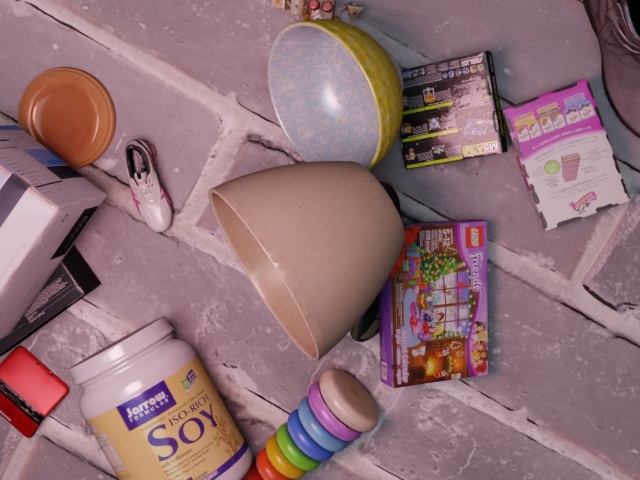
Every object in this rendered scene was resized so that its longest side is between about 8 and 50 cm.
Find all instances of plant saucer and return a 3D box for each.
[{"bbox_3d":[-0.501,-0.238,1.713,0.199,0.037,0.200,1,96,7],"label":"plant saucer"}]

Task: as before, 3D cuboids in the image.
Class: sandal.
[{"bbox_3d":[0.091,0.039,1.646,0.086,0.120,0.303,7,96,38],"label":"sandal"}]

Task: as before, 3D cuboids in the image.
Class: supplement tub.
[{"bbox_3d":[-0.303,0.335,1.653,0.241,0.241,0.331,-28,93,10],"label":"supplement tub"}]

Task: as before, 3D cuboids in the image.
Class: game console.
[{"bbox_3d":[-0.610,0.313,1.806,0.144,0.085,0.124,41,131,2],"label":"game console"}]

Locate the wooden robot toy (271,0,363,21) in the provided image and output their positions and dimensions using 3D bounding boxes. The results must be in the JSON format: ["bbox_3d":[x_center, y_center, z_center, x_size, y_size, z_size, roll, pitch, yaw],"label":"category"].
[{"bbox_3d":[-0.009,-0.407,1.615,0.173,0.076,0.079,10,109,6],"label":"wooden robot toy"}]

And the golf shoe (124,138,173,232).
[{"bbox_3d":[-0.338,-0.102,1.685,0.067,0.086,0.186,-17,96,8],"label":"golf shoe"}]

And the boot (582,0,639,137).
[{"bbox_3d":[0.536,-0.318,1.473,0.118,0.223,0.338,-27,93,9],"label":"boot"}]

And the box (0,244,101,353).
[{"bbox_3d":[-0.599,0.092,1.733,0.261,0.103,0.184,-34,94,10],"label":"box"}]

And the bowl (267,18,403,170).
[{"bbox_3d":[0.055,-0.266,1.561,0.156,0.289,0.290,-29,93,-33],"label":"bowl"}]

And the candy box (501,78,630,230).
[{"bbox_3d":[0.439,-0.154,1.583,0.159,0.071,0.234,-20,93,9],"label":"candy box"}]

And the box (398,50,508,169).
[{"bbox_3d":[0.229,-0.232,1.588,0.190,0.045,0.184,-9,97,28],"label":"box"}]

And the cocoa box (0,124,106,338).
[{"bbox_3d":[-0.596,-0.005,1.552,0.228,0.231,0.347,38,101,1],"label":"cocoa box"}]

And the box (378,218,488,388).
[{"bbox_3d":[0.208,0.112,1.610,0.200,0.057,0.294,-5,97,-21],"label":"box"}]

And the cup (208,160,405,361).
[{"bbox_3d":[0.000,0.000,1.462,0.237,0.331,0.331,-31,92,-13],"label":"cup"}]

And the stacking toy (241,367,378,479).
[{"bbox_3d":[-0.047,0.398,1.696,0.141,0.141,0.330,46,107,0],"label":"stacking toy"}]
